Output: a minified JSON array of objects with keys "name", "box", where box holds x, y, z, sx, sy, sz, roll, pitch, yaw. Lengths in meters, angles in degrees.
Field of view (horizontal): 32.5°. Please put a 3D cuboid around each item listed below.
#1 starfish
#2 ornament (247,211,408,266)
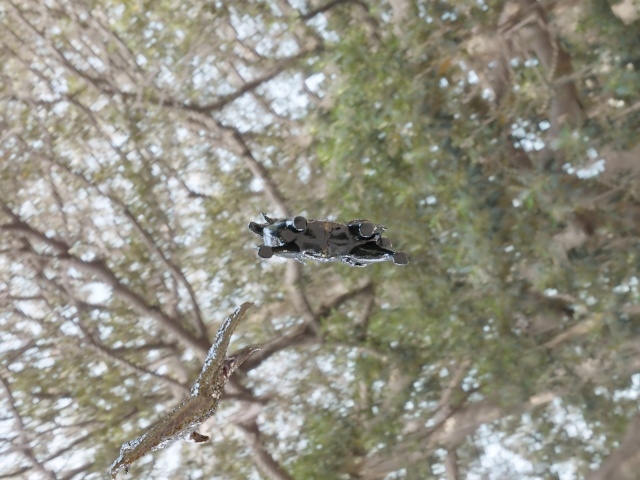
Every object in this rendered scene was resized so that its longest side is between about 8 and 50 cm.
[{"name":"starfish","box":[-0.128,0.163,1.123,0.057,0.238,0.213,41,-151,8]},{"name":"ornament","box":[0.000,0.000,0.567,0.073,0.125,0.028,4,-90,-7]}]
